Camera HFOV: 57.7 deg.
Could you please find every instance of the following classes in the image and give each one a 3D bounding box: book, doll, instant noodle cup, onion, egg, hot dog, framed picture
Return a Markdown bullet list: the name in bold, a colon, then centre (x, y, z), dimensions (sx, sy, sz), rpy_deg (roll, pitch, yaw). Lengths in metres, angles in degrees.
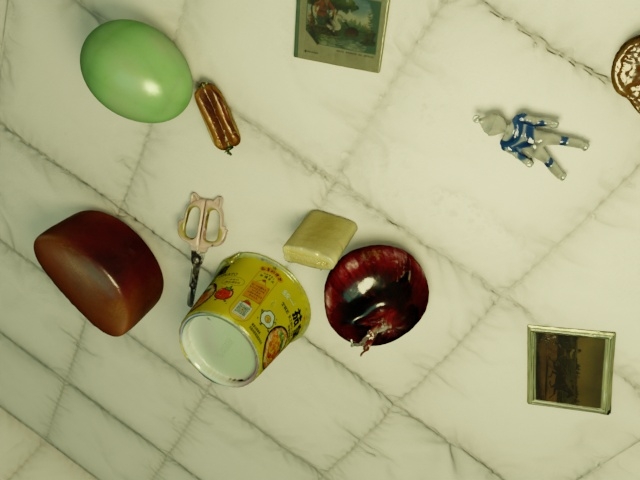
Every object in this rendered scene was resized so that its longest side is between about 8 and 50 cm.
- **book**: centre (0.046, -0.503, 1.207), dimensions (0.215, 0.025, 0.282), rpy_deg (16, 125, 18)
- **doll**: centre (0.419, -0.212, 1.181), dimensions (0.227, 0.057, 0.114), rpy_deg (25, 132, 0)
- **instant noodle cup**: centre (-0.222, 0.232, 1.615), dimensions (0.326, 0.254, 0.325), rpy_deg (12, 123, 20)
- **onion**: centre (0.138, 0.153, 1.394), dimensions (0.273, 0.285, 0.273), rpy_deg (-3, 121, -4)
- **egg**: centre (-0.429, -0.395, 1.371), dimensions (0.270, 0.220, 0.220), rpy_deg (29, 126, -3)
- **hot dog**: centre (-0.253, -0.303, 1.441), dimensions (0.072, 0.055, 0.188), rpy_deg (-20, 116, 1)
- **framed picture**: centre (0.608, 0.320, 1.422), dimensions (0.197, 0.014, 0.252), rpy_deg (2, 118, 24)

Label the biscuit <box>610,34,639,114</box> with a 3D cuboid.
- **biscuit**: centre (0.706, -0.296, 0.986), dimensions (0.381, 0.074, 0.358), rpy_deg (12, 121, 21)

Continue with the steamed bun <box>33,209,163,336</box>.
- **steamed bun**: centre (-0.642, 0.084, 1.736), dimensions (0.248, 0.235, 0.379), rpy_deg (-29, 103, 37)

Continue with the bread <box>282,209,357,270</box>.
- **bread**: centre (0.000, 0.000, 1.422), dimensions (0.140, 0.178, 0.060), rpy_deg (18, 127, 16)

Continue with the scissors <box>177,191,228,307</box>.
- **scissors**: centre (-0.336, 0.029, 1.604), dimensions (0.160, 0.024, 0.317), rpy_deg (10, 92, 19)
